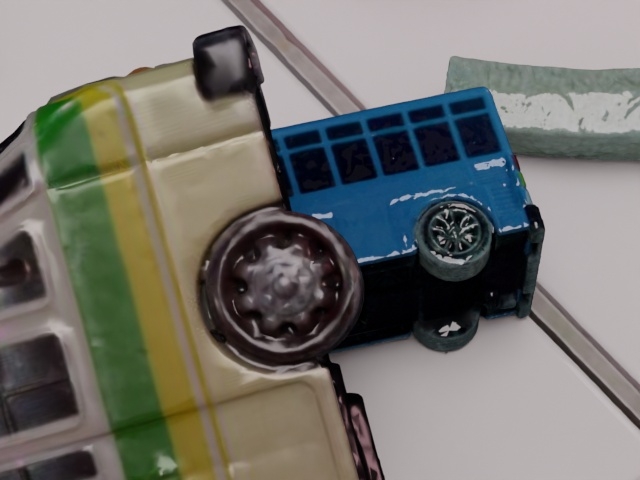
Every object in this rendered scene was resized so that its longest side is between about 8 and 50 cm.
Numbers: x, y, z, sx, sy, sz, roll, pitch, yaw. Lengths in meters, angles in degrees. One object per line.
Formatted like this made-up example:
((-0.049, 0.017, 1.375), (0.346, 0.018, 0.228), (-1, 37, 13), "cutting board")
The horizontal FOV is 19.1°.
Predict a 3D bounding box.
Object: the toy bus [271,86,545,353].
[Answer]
((0.000, 0.000, 0.871), (0.184, 0.090, 0.106), (-12, 62, -7), "toy bus")

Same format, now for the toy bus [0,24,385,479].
((-0.056, 0.087, 0.732), (0.179, 0.143, 0.305), (-15, 88, 1), "toy bus")

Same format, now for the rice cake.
((0.183, -0.062, 0.930), (0.245, 0.042, 0.045), (2, 63, 2), "rice cake")
